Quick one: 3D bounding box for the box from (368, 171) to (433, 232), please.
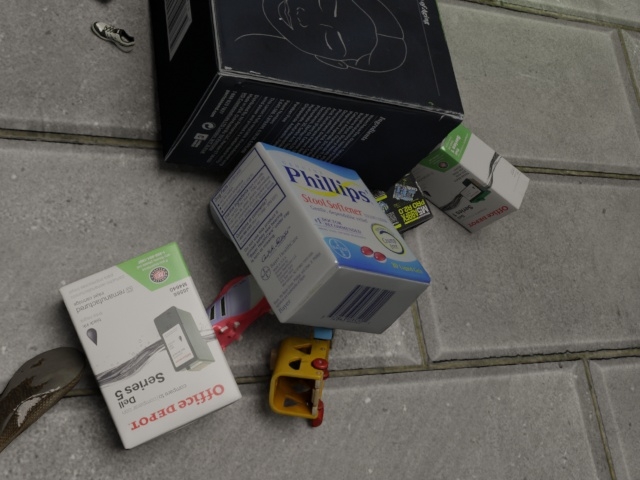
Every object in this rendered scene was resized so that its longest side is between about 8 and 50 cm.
[{"bbox_3d":[0.074,-0.093,1.990,0.270,0.060,0.216,-23,85,-37],"label":"box"}]

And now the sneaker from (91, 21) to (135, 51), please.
[{"bbox_3d":[-0.376,-0.380,1.829,0.083,0.037,0.032,28,60,-19],"label":"sneaker"}]

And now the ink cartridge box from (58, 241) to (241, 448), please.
[{"bbox_3d":[-0.268,0.169,1.586,0.198,0.115,0.273,-23,84,-14],"label":"ink cartridge box"}]

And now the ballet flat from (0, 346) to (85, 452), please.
[{"bbox_3d":[-0.450,0.253,1.513,0.084,0.058,0.250,24,45,19],"label":"ballet flat"}]

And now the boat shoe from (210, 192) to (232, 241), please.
[{"bbox_3d":[-0.103,-0.018,1.839,0.228,0.080,0.076,38,32,-9],"label":"boat shoe"}]

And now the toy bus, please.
[{"bbox_3d":[-0.036,0.219,1.756,0.104,0.202,0.191,7,71,3],"label":"toy bus"}]

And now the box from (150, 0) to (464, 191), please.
[{"bbox_3d":[-0.042,-0.383,1.845,0.472,0.297,0.480,5,61,-27],"label":"box"}]

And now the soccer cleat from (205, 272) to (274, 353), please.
[{"bbox_3d":[-0.159,0.122,1.749,0.248,0.083,0.095,-33,59,-32],"label":"soccer cleat"}]

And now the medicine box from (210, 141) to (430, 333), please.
[{"bbox_3d":[0.000,0.000,1.699,0.263,0.149,0.289,12,38,-49],"label":"medicine box"}]

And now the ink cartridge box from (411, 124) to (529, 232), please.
[{"bbox_3d":[0.300,-0.130,2.088,0.219,0.160,0.092,36,57,-15],"label":"ink cartridge box"}]
